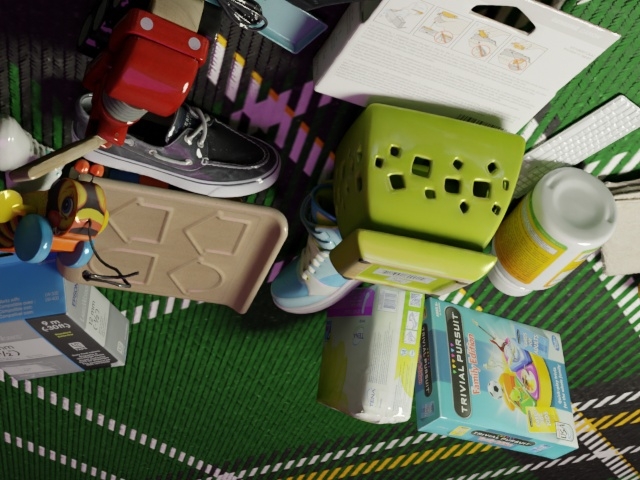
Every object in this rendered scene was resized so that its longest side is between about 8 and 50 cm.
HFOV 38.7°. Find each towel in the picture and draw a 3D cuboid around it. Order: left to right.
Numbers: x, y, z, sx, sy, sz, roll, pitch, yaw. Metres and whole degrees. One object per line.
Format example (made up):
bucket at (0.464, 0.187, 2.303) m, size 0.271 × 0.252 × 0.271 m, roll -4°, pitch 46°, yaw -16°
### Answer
towel at (0.557, -0.026, 1.527) m, size 0.187 × 0.049 × 0.282 m, roll -9°, pitch 148°, yaw 15°

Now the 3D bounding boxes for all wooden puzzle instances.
wooden puzzle at (-0.256, -0.006, 1.533) m, size 0.348 × 0.080 × 0.322 m, roll 13°, pitch 145°, yaw -12°

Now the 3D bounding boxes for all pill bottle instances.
pill bottle at (0.359, -0.002, 1.471) m, size 0.136 × 0.136 × 0.245 m, roll 7°, pitch 153°, yaw -11°

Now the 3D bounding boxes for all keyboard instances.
keyboard at (0.370, -0.137, 1.379) m, size 0.072 × 0.014 × 0.256 m, roll 23°, pitch 141°, yaw -32°

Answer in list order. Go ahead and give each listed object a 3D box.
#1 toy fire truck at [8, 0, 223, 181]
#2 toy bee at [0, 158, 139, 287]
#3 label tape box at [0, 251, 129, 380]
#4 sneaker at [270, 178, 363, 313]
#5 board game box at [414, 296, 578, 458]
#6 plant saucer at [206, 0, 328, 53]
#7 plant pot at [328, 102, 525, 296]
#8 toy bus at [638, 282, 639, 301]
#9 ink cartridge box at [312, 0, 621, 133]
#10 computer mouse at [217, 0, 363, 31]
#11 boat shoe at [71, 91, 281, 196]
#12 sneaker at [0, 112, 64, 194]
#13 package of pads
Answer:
toy fire truck at (-0.245, -0.170, 1.070) m, size 0.158 × 0.246 × 0.217 m, roll 19°, pitch 164°, yaw -28°
toy bee at (-0.364, -0.038, 1.326) m, size 0.298 × 0.162 × 0.195 m, roll 11°, pitch 179°, yaw 17°
label tape box at (-0.552, 0.137, 1.718) m, size 0.249 × 0.115 × 0.347 m, roll -9°, pitch 148°, yaw 13°
sneaker at (0.000, 0.000, 1.497) m, size 0.319 × 0.127 × 0.208 m, roll -31°, pitch 139°, yaw 25°
board game box at (0.343, 0.275, 1.808) m, size 0.336 × 0.253 × 0.079 m, roll 17°, pitch 143°, yaw -25°
plant saucer at (-0.084, -0.295, 1.123) m, size 0.192 × 0.018 × 0.067 m, roll 24°, pitch 141°, yaw -34°
plant pot at (0.133, -0.043, 1.280) m, size 0.228 × 0.207 × 0.227 m, roll 12°, pitch 168°, yaw -8°
toy bus at (0.670, 0.097, 1.624) m, size 0.202 × 0.104 × 0.191 m, roll -12°, pitch 179°, yaw 10°
ink cartridge box at (0.177, -0.245, 1.158) m, size 0.296 × 0.066 × 0.261 m, roll 14°, pitch 146°, yaw -23°
computer mouse at (-0.034, -0.318, 1.001) m, size 0.262 × 0.060 × 0.184 m, roll -6°, pitch 160°, yaw 35°
boat shoe at (-0.197, -0.146, 1.287) m, size 0.301 × 0.108 × 0.102 m, roll 14°, pitch 147°, yaw -9°
sneaker at (-0.426, -0.124, 1.349) m, size 0.094 × 0.080 × 0.212 m, roll -3°, pitch 159°, yaw -9°
package of pads at (0.080, 0.200, 1.619) m, size 0.101 × 0.229 × 0.296 m, roll 10°, pitch 172°, yaw -14°
